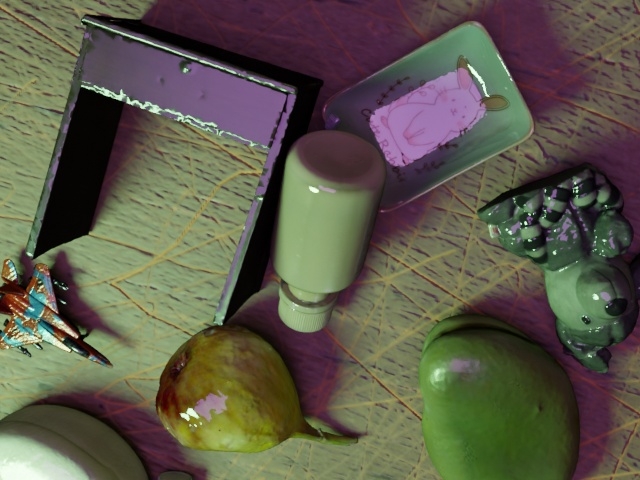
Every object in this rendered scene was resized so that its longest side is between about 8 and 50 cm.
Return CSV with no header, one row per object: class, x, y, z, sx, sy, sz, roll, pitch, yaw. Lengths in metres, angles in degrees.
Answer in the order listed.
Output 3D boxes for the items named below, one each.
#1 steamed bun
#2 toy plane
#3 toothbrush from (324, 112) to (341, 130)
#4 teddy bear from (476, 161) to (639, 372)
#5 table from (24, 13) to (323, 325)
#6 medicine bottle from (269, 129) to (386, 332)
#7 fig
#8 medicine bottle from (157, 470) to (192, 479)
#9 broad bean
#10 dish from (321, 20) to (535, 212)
steamed bun,-0.332,0.309,1.410,0.241,0.146,0.164,32,107,2
toy plane,-0.340,0.107,1.424,0.189,0.061,0.130,31,102,-2
toothbrush,-0.010,-0.089,1.322,0.014,0.011,0.167,49,139,20
teddy bear,0.313,0.020,1.271,0.171,0.144,0.251,-37,95,-2
table,-0.165,-0.086,1.296,0.250,0.196,0.282,19,102,4
medicine bottle,0.000,0.000,1.291,0.114,0.114,0.252,17,132,6
fig,-0.069,0.204,1.373,0.257,0.159,0.159,25,103,-16
medicine bottle,-0.191,0.346,1.443,0.052,0.052,0.089,7,100,7
broad bean,0.211,0.207,1.341,0.189,0.121,0.263,-20,111,6
dish,0.125,-0.143,1.302,0.212,0.077,0.151,-28,93,13
